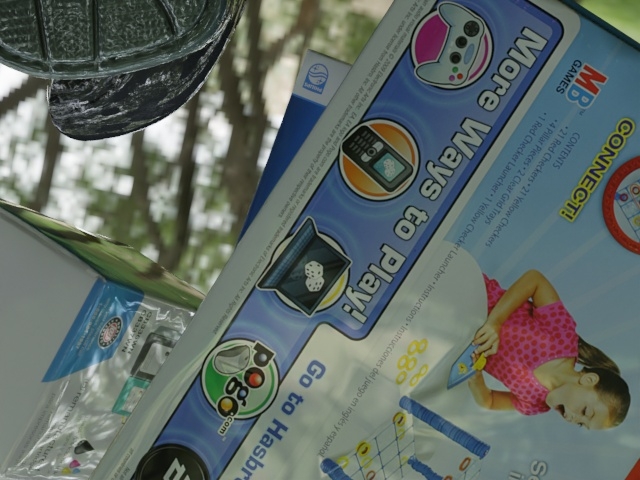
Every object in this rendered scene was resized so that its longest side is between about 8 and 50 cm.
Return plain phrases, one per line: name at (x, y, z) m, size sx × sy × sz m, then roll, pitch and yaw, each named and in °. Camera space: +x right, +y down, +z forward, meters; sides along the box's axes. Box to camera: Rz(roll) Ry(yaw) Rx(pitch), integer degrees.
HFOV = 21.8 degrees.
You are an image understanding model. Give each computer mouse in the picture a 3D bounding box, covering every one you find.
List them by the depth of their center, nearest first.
computer mouse at (-0.087, -0.170, 0.987) m, size 0.060 × 0.262 × 0.184 m, roll 38°, pitch -175°, yaw 28°

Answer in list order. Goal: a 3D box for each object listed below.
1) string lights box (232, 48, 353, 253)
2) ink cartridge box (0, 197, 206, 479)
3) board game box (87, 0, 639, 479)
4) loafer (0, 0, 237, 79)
string lights box at (0.000, 0.000, 1.226) m, size 0.076 × 0.260 × 0.133 m, roll 23°, pitch -174°, yaw 19°
ink cartridge box at (-0.234, 0.103, 1.555) m, size 0.197 × 0.198 × 0.270 m, roll 30°, pitch -177°, yaw 30°
board game box at (0.100, 0.075, 0.724) m, size 0.302 × 0.308 × 0.086 m, roll 34°, pitch -172°, yaw 8°
loafer at (-0.159, -0.128, 0.800) m, size 0.267 × 0.096 × 0.084 m, roll 3°, pitch -172°, yaw 17°
